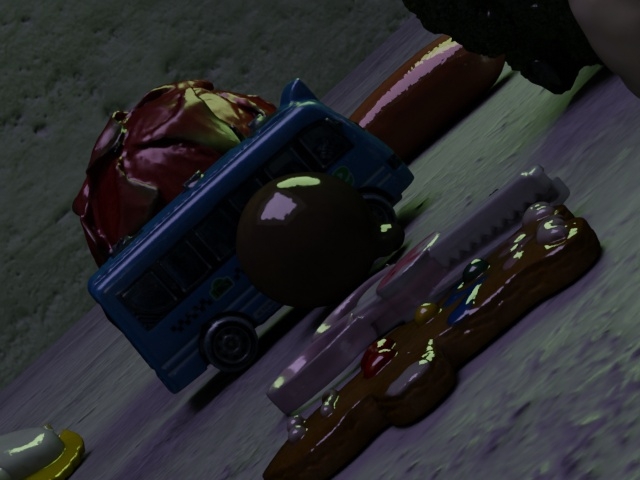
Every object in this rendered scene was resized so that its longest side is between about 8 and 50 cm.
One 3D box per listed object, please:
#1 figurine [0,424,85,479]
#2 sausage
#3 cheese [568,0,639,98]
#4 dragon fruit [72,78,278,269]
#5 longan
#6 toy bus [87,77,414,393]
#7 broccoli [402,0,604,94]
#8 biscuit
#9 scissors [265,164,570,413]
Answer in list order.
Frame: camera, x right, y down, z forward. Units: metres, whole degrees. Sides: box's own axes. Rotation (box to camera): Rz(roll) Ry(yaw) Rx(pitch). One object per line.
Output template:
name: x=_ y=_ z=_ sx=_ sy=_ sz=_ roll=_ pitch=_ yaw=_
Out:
figurine: x=-0.278 y=0.209 z=1.607 sx=0.129 sy=0.109 sz=0.178 roll=-9 pitch=19 yaw=22
sausage: x=0.090 y=-0.128 z=1.719 sx=0.194 sy=0.077 sz=0.077 roll=-40 pitch=6 yaw=10
cheese: x=0.221 y=-0.176 z=0.847 sx=0.248 sy=0.174 sz=0.251 roll=-43 pitch=11 yaw=-26
dragon fruit: x=-0.079 y=-0.033 z=1.648 sx=0.293 sy=0.234 sz=0.234 roll=5 pitch=37 yaw=37
longan: x=0.000 y=0.000 z=1.317 sx=0.119 sy=0.106 sz=0.106 roll=1 pitch=9 yaw=0
toy bus: x=-0.054 y=-0.002 z=1.430 sx=0.246 sy=0.134 sz=0.113 roll=-42 pitch=6 yaw=-4
broccoli: x=0.179 y=-0.267 z=1.369 sx=0.303 sy=0.321 sz=0.283 roll=-31 pitch=-23 yaw=6
biscuit: x=0.049 y=0.053 z=0.927 sx=0.205 sy=0.031 sz=0.138 roll=-42 pitch=6 yaw=5
scissors: x=0.055 y=0.023 z=1.071 sx=0.242 sy=0.030 sz=0.118 roll=-38 pitch=8 yaw=46
